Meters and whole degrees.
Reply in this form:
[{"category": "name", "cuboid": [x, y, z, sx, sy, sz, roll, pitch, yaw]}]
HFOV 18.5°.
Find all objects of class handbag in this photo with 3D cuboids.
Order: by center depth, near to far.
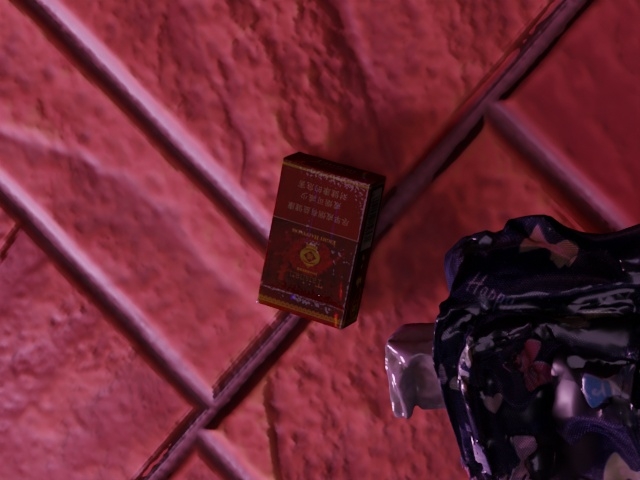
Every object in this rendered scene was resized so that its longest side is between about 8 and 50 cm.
[{"category": "handbag", "cuboid": [0.147, 0.101, 0.898, 0.162, 0.113, 0.260, -5, 122, 17]}]

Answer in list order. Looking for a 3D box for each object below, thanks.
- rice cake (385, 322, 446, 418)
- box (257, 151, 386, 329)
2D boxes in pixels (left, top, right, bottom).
[{"category": "rice cake", "cuboid": [0.153, 0.043, 0.955, 0.270, 0.049, 0.055, -14, 117, 26]}, {"category": "box", "cuboid": [0.000, 0.000, 1.027, 0.051, 0.023, 0.082, 17, 108, 21]}]
